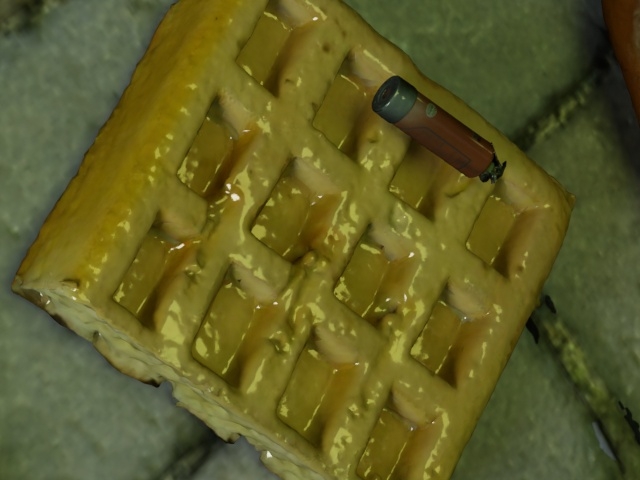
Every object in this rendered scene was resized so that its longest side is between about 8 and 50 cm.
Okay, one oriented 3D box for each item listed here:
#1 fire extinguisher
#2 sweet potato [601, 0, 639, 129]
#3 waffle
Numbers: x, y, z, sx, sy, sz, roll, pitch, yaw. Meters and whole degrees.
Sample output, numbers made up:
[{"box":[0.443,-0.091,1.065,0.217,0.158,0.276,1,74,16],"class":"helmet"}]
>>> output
[{"box":[0.064,-0.054,0.878,0.083,0.022,0.028,33,35,-23],"class":"fire extinguisher"},{"box":[0.217,-0.187,1.012,0.112,0.112,0.359,7,81,-31],"class":"sweet potato"},{"box":[0.000,0.000,0.873,0.248,0.055,0.221,37,64,-22],"class":"waffle"}]
